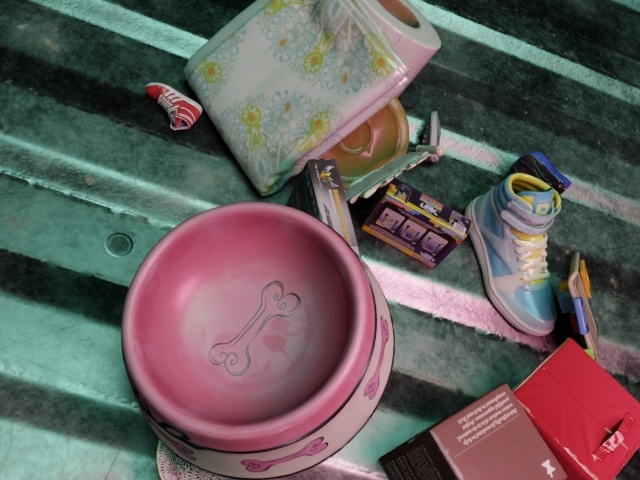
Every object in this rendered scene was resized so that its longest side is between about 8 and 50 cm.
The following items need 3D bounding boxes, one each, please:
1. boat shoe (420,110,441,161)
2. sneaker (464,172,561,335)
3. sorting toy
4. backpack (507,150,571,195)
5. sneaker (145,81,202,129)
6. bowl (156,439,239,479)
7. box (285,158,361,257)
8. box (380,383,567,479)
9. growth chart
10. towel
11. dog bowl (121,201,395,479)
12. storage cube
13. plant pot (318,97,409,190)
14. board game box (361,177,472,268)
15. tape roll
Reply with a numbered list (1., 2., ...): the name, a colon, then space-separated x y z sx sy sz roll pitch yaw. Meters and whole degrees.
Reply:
1. boat shoe: 0.240 -0.230 1.522 0.040 0.049 0.142 -7 51 21
2. sneaker: 0.405 0.014 1.345 0.127 0.208 0.319 -11 67 -25
3. sorting toy: 0.494 0.135 1.330 0.348 0.047 0.196 -31 107 -65
4. backpack: 0.476 -0.135 1.525 0.120 0.098 0.101 46 28 9
5. sneaker: -0.296 -0.260 1.349 0.118 0.042 0.067 25 53 -7
6. bowl: -0.154 0.325 1.038 0.170 0.080 0.170 1 58 -2
7. box: 0.000 0.000 1.224 0.056 0.183 0.231 -3 62 -20
8. box: 0.233 0.360 1.093 0.168 0.203 0.167 -21 70 -29
9. growth chart: 0.113 -0.117 1.284 0.237 0.172 0.021 -30 102 7
10. towel: -0.053 -0.319 1.320 0.320 0.374 0.090 58 15 18
11. dog bowl: -0.098 0.124 0.993 0.408 0.150 0.408 -2 65 5
12. storage cube: 0.403 0.320 1.176 0.184 0.215 0.193 -32 70 -30
13. plant pot: 0.064 -0.210 1.374 0.236 0.032 0.236 -1 97 -5
14. board game box: 0.182 -0.030 1.330 0.170 0.141 0.048 29 59 -3
15. tape roll: 0.109 -0.424 1.459 0.246 0.169 0.246 28 34 -21
